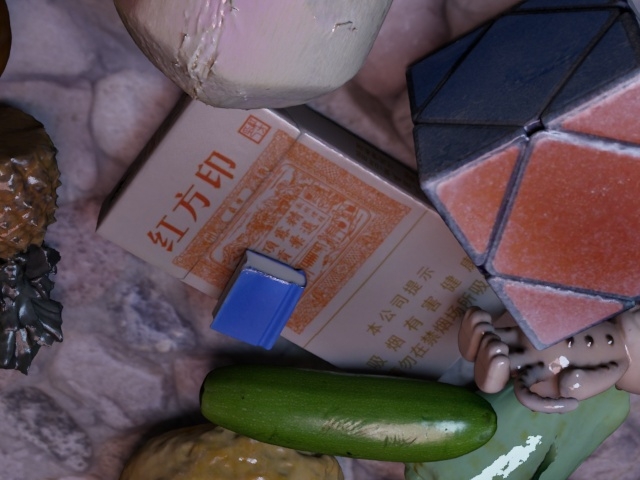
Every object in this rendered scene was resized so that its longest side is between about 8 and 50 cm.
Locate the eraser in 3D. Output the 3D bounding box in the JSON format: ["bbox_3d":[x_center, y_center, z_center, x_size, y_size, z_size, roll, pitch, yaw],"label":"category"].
[{"bbox_3d":[-0.057,0.056,1.367,0.063,0.027,0.085,22,124,-12],"label":"eraser"}]

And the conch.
[{"bbox_3d":[0.198,0.207,1.494,0.250,0.137,0.143,-25,95,-7],"label":"conch"}]

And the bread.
[{"bbox_3d":[-0.092,0.281,1.513,0.244,0.134,0.244,0,126,-1],"label":"bread"}]

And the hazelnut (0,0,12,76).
[{"bbox_3d":[-0.372,-0.174,1.164,0.251,0.217,0.217,37,116,-23],"label":"hazelnut"}]

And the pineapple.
[{"bbox_3d":[-0.288,0.006,1.338,0.128,0.128,0.248,0,127,-1],"label":"pineapple"}]

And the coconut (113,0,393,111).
[{"bbox_3d":[-0.041,-0.226,1.126,0.227,0.227,0.230,16,129,-11],"label":"coconut"}]

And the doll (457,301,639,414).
[{"bbox_3d":[0.267,0.099,1.365,0.278,0.154,0.119,-6,126,-24],"label":"doll"}]

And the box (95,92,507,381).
[{"bbox_3d":[0.000,0.000,1.375,0.365,0.051,0.204,30,120,-19],"label":"box"}]

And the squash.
[{"bbox_3d":[0.021,0.165,1.415,0.292,0.082,0.082,5,124,9],"label":"squash"}]

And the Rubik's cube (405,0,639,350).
[{"bbox_3d":[0.209,-0.072,1.243,0.205,0.205,0.207,-29,121,17],"label":"Rubik's cube"}]
